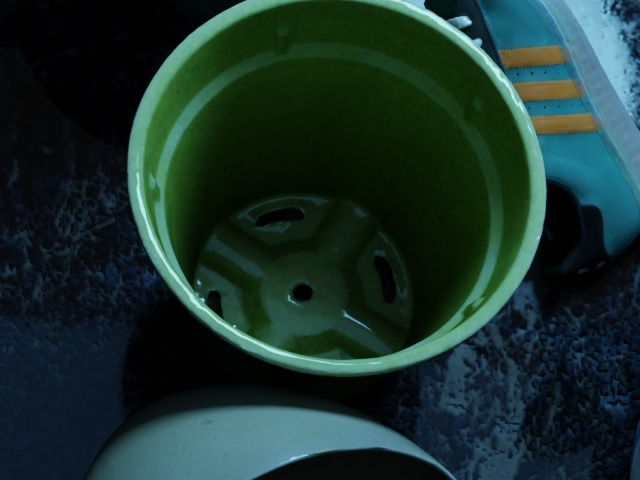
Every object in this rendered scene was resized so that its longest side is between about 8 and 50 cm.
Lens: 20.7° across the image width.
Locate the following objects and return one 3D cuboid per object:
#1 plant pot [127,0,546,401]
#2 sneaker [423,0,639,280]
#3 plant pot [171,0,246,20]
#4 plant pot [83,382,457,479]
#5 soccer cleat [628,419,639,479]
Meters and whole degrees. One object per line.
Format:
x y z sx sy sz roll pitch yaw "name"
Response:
0.000 0.000 1.259 0.276 0.254 0.276 2 69 -5 "plant pot"
0.149 -0.104 1.352 0.121 0.108 0.302 -41 103 -20 "sneaker"
-0.070 -0.370 1.371 0.341 0.341 0.334 21 76 1 "plant pot"
-0.062 0.207 1.190 0.284 0.284 0.191 -28 39 -16 "plant pot"
0.313 0.072 1.327 0.116 0.143 0.331 14 68 -1 "soccer cleat"
